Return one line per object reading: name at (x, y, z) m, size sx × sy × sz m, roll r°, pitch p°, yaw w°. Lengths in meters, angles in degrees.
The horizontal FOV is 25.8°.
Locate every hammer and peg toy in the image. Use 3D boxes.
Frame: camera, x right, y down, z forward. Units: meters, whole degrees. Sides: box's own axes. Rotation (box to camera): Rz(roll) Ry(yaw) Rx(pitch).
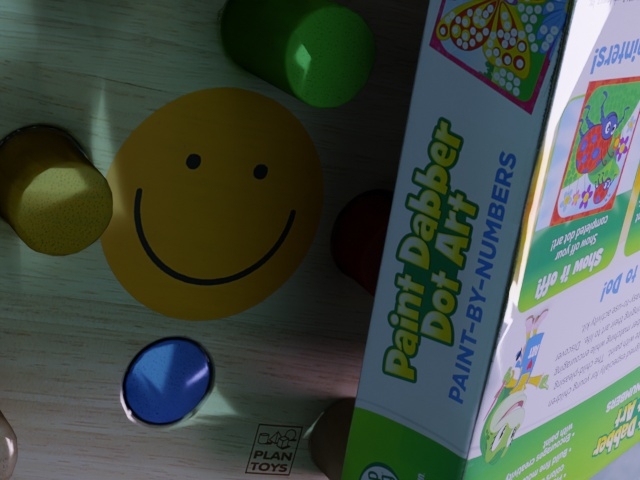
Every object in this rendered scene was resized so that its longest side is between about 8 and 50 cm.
hammer and peg toy at (0.000, 0.000, 0.576) m, size 0.361 × 0.127 × 0.266 m, roll 10°, pitch 103°, yaw -31°

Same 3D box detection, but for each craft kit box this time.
craft kit box at (0.115, -0.024, 0.537) m, size 0.250 × 0.061 × 0.246 m, roll -19°, pitch 123°, yaw -50°
